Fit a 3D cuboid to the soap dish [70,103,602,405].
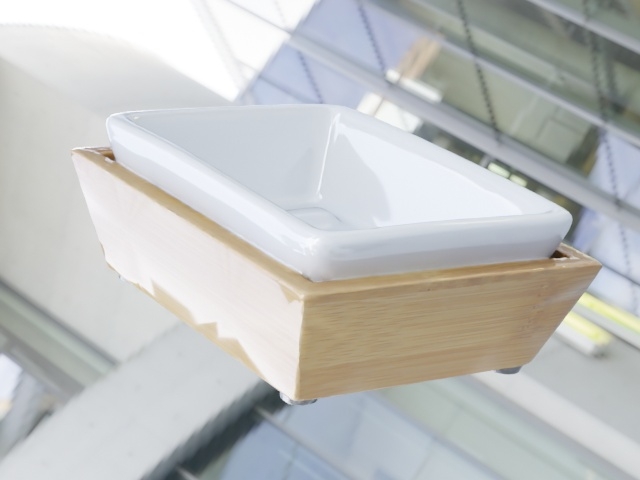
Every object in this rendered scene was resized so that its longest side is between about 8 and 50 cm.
[{"bbox_3d":[0.000,0.000,1.016,0.229,0.291,0.118,-5,-68,-35],"label":"soap dish"}]
